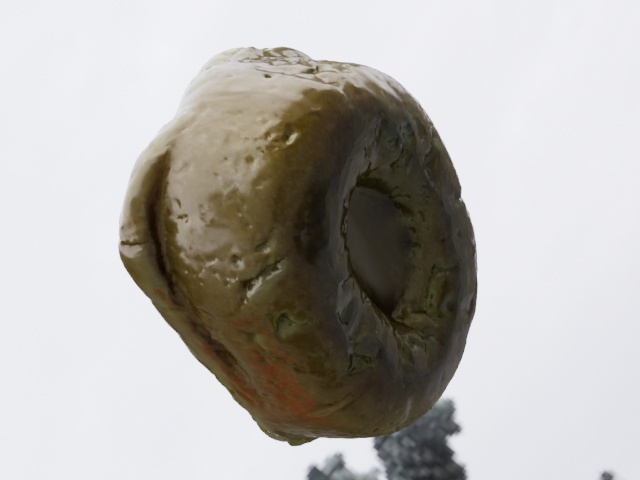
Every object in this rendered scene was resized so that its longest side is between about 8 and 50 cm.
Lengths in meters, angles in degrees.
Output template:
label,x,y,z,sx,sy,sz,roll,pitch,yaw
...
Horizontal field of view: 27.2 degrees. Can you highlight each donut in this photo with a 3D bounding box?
label,x,y,z,sx,sy,sz,roll,pitch,yaw
donut,0.000,0.000,0.812,0.261,0.128,0.208,54,-128,-41
